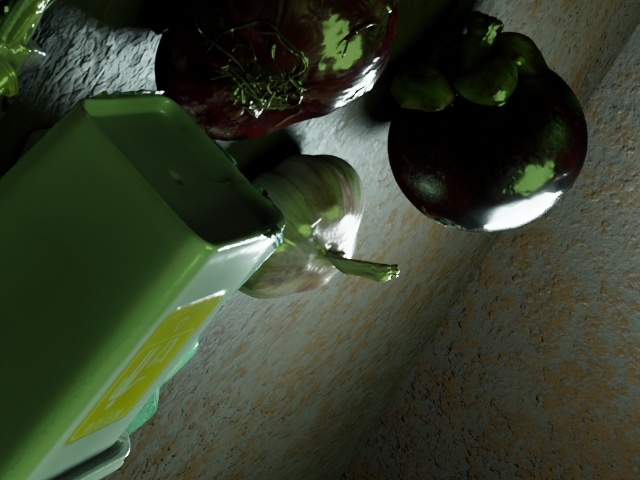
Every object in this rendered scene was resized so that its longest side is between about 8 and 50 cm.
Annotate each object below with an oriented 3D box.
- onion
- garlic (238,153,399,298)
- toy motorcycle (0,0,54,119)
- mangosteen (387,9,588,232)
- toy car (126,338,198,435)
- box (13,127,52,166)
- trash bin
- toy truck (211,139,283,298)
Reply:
[{"bbox_3d":[-0.051,-0.217,1.357,0.221,0.281,0.281,38,94,-29],"label":"onion"},{"bbox_3d":[0.000,0.000,1.866,0.245,0.253,0.245,-46,156,-28],"label":"garlic"},{"bbox_3d":[-0.331,-0.117,1.053,0.341,0.108,0.223,-49,170,24],"label":"toy motorcycle"},{"bbox_3d":[0.256,-0.166,2.053,0.330,0.330,0.330,-43,162,-18],"label":"mangosteen"},{"bbox_3d":[-0.295,0.225,1.863,0.320,0.097,0.141,-41,162,-22],"label":"toy car"},{"bbox_3d":[-0.282,0.031,1.378,0.069,0.164,0.256,-15,142,-58],"label":"box"},{"bbox_3d":[-0.243,0.039,1.185,0.368,0.296,0.256,-46,168,21],"label":"trash bin"},{"bbox_3d":[-0.147,-0.023,1.486,0.155,0.156,0.279,-47,-166,-5],"label":"toy truck"}]
